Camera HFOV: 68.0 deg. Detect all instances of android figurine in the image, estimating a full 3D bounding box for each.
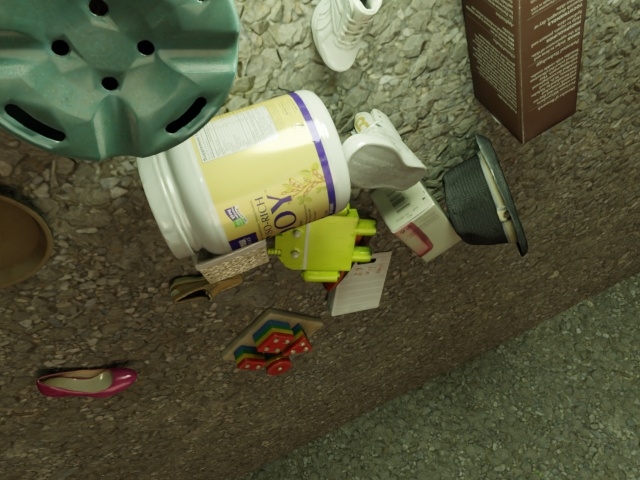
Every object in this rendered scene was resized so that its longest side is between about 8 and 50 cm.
[{"bbox_3d":[0.000,0.000,1.192,0.272,0.056,0.248,2,124,-9],"label":"android figurine"}]

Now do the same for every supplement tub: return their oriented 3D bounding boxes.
[{"bbox_3d":[-0.136,-0.116,0.876,0.331,0.241,0.241,-21,144,-8],"label":"supplement tub"}]

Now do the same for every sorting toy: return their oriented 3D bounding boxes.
[{"bbox_3d":[-0.147,0.352,1.575,0.257,0.089,0.255,-44,141,22],"label":"sorting toy"}]

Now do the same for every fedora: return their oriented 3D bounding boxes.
[{"bbox_3d":[0.405,-0.096,1.213,0.152,0.334,0.334,-20,147,21],"label":"fedora"}]

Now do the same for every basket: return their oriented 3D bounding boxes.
[{"bbox_3d":[-0.210,0.015,1.102,0.167,0.113,0.103,-21,146,-6],"label":"basket"}]

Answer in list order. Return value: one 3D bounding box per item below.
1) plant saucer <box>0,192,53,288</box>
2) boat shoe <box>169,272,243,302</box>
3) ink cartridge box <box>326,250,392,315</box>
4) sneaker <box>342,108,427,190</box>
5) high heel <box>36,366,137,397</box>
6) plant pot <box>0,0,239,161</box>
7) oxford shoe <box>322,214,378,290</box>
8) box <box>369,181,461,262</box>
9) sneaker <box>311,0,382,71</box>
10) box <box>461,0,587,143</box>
[{"bbox_3d":[-0.650,-0.002,0.872,0.277,0.041,0.278,-16,143,-13],"label":"plant saucer"},{"bbox_3d":[-0.286,0.125,1.223,0.190,0.072,0.068,-12,142,-19],"label":"boat shoe"},{"bbox_3d":[0.120,0.128,1.515,0.181,0.056,0.225,-6,121,-25],"label":"ink cartridge box"},{"bbox_3d":[0.097,-0.197,0.974,0.108,0.169,0.292,-42,157,23],"label":"sneaker"},{"bbox_3d":[-0.645,0.385,1.320,0.244,0.082,0.117,-2,149,-11],"label":"high heel"},{"bbox_3d":[-0.251,-0.285,0.521,0.341,0.334,0.341,-17,144,-13],"label":"plant pot"},{"bbox_3d":[0.080,0.042,1.332,0.098,0.097,0.271,-6,140,-35],"label":"oxford shoe"},{"bbox_3d":[0.256,-0.063,1.261,0.127,0.149,0.232,-37,142,15],"label":"box"},{"bbox_3d":[0.047,-0.374,0.777,0.090,0.115,0.232,-13,142,-17],"label":"sneaker"},{"bbox_3d":[0.381,-0.388,0.902,0.143,0.191,0.381,-29,144,4],"label":"box"}]
